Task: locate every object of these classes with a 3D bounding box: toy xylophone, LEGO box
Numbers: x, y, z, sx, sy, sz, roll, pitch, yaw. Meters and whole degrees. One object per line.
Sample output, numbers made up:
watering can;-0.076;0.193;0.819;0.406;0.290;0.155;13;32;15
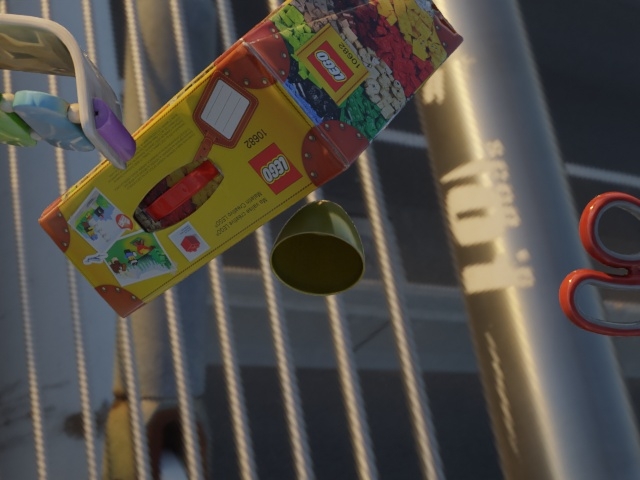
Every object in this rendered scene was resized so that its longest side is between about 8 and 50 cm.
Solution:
toy xylophone;-0.302;-0.126;0.853;0.236;0.323;0.081;45;51;-73
LEGO box;-0.099;-0.150;1.607;0.193;0.500;0.372;50;43;-9

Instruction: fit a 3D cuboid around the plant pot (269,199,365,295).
plant pot;0.000;0.000;1.669;0.134;0.134;0.095;30;43;-22

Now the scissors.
scissors;0.322;0.025;0.916;0.297;0.021;0.109;4;89;-17
